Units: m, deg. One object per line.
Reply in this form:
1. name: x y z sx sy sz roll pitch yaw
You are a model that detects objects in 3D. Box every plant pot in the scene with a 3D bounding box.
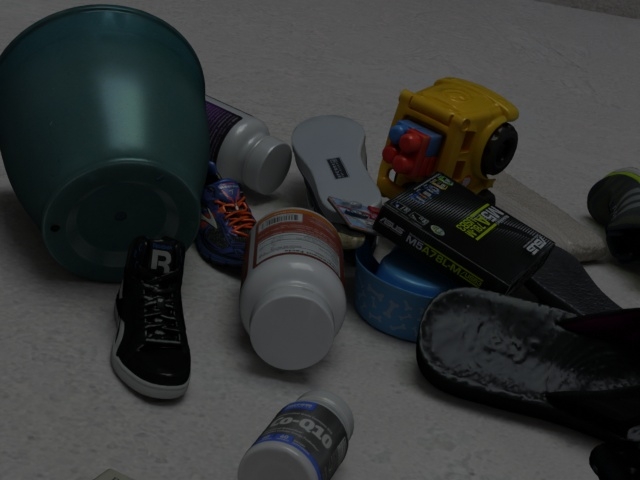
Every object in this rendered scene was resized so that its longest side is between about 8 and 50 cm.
1. plant pot: -0.249 -0.097 1.614 0.271 0.272 0.255 4 40 -22

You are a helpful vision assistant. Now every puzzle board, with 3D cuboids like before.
1. puzzle board: 0.079 -0.023 1.702 0.128 0.011 0.096 14 18 -24

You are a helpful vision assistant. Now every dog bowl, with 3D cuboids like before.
1. dog bowl: 0.147 0.047 1.725 0.166 0.074 0.297 24 25 22

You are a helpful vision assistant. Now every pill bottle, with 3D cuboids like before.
1. pill bottle: -0.019 0.197 1.277 0.078 0.078 0.137 20 23 12
2. pill bottle: -0.140 -0.138 1.933 0.193 0.108 0.108 26 26 26
3. pill bottle: -0.031 0.056 1.540 0.121 0.121 0.216 12 24 -6

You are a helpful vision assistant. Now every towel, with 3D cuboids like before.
1. towel: 0.278 -0.042 2.038 0.187 0.049 0.282 -5 30 -37

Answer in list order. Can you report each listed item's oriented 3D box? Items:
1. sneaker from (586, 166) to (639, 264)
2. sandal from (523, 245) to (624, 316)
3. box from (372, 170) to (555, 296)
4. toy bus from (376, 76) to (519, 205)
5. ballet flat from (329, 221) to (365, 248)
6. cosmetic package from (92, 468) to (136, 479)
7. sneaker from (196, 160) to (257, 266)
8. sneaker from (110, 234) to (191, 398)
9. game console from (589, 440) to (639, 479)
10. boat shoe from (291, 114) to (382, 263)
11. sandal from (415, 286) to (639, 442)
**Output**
1. sneaker: 0.467 -0.030 2.031 0.121 0.111 0.300 -26 16 -10
2. sandal: 0.332 0.087 1.785 0.097 0.054 0.254 -11 43 -33
3. box: 0.181 -0.005 1.685 0.184 0.045 0.190 32 27 16
4. toy bus: 0.149 -0.101 1.868 0.149 0.220 0.211 29 25 28
5. ballet flat: 0.000 0.000 1.702 0.057 0.049 0.173 9 -2 -34
6. cosmetic package: -0.179 0.292 0.924 0.160 0.113 0.309 22 25 18
7. sneaker: -0.124 -0.032 1.728 0.083 0.087 0.221 -5 30 -37
8. sneaker: -0.177 0.065 1.430 0.079 0.121 0.217 5 25 -19
9. game console: 0.458 0.312 1.237 0.341 0.060 0.386 4 24 -12
10. boat shoe: 0.027 -0.074 1.891 0.108 0.102 0.301 -9 34 -9
11. sandal: 0.329 0.141 1.504 0.445 0.107 0.168 9 58 1
